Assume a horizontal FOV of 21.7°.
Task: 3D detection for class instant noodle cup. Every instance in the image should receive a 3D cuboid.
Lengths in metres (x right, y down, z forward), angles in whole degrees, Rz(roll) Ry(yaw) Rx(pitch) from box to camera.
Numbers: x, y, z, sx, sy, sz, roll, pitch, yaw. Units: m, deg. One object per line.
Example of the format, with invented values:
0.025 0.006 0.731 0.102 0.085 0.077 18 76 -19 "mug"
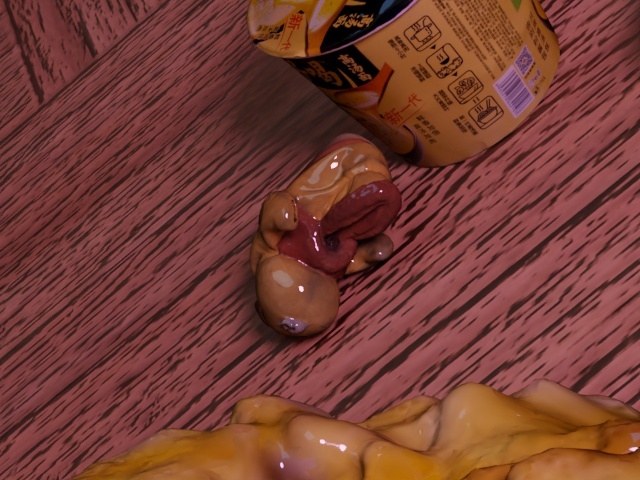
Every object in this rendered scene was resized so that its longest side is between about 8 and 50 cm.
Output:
0.052 -0.119 0.910 0.151 0.122 0.151 -27 35 21 "instant noodle cup"

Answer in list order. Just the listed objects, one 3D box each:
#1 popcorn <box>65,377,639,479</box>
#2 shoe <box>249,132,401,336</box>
0.049 0.144 0.497 0.265 0.332 0.225 170 112 -78 "popcorn"
-0.001 -0.003 0.881 0.109 0.072 0.069 -42 29 2 "shoe"
